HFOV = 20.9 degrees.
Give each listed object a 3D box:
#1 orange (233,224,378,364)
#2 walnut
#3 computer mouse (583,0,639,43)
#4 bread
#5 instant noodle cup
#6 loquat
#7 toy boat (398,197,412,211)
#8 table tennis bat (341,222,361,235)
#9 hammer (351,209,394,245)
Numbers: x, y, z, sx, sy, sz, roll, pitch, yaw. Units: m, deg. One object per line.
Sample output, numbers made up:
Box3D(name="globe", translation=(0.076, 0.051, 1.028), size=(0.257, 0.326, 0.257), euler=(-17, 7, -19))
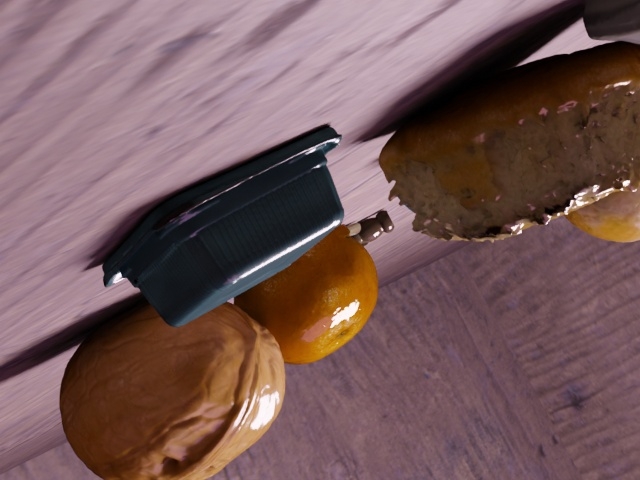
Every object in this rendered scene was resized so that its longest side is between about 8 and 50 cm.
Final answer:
Box3D(name="orange", translation=(-0.019, 0.050, 1.762), size=(0.154, 0.134, 0.155), euler=(-39, 158, -19))
Box3D(name="walnut", translation=(-0.143, 0.147, 1.673), size=(0.225, 0.193, 0.193), euler=(-27, 177, 23))
Box3D(name="computer mouse", translation=(0.290, -0.183, 1.196), size=(0.197, 0.095, 0.331), euler=(-26, 177, 23))
Box3D(name="bread", translation=(0.169, -0.079, 1.354), size=(0.174, 0.121, 0.245), euler=(-30, -175, -38))
Box3D(name="instant noodle cup", translation=(-0.061, -0.003, 1.231), size=(0.157, 0.070, 0.179), euler=(-28, 175, -26))
Box3D(name="loquat", translation=(0.313, -0.091, 1.774), size=(0.179, 0.179, 0.227), euler=(-28, 168, -1))
Box3D(name="toy boat", translation=(0.143, -0.065, 1.650), size=(0.098, 0.109, 0.238), euler=(8, -165, 28))
Box3D(name="table tennis bat", translation=(0.000, 0.000, 1.984), size=(0.087, 0.013, 0.156), euler=(-34, 171, 35))
Box3D(name="hammer", translation=(0.060, -0.006, 2.213), size=(0.058, 0.029, 0.292), euler=(-26, 177, -1))
